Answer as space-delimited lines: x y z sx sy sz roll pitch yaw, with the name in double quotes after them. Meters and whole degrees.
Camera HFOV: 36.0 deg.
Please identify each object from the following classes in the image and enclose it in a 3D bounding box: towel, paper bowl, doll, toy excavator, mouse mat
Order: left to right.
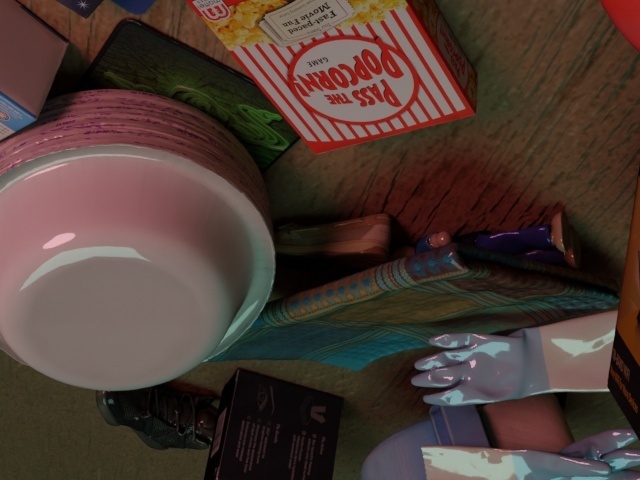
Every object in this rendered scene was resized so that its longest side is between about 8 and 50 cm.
-0.181 0.021 0.874 0.284 0.148 0.284 -4 132 -5 "paper bowl"
-0.117 -0.113 0.875 0.189 0.007 0.152 24 145 -22 "mouse mat"
0.074 0.080 0.995 0.271 0.040 0.370 11 158 -43 "towel"
0.117 0.360 1.223 0.444 0.222 0.433 -15 144 4 "toy excavator"
0.154 0.018 0.965 0.188 0.046 0.129 -9 150 27 "doll"

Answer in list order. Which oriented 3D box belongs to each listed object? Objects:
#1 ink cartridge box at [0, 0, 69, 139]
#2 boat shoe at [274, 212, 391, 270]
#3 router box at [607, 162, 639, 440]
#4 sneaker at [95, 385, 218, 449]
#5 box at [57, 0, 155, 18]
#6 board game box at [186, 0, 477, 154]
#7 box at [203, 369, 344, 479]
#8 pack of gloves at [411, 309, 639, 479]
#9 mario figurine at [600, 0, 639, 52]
-0.297 -0.133 0.813 0.143 0.090 0.092 -20 137 37 "ink cartridge box"
0.000 -0.001 0.991 0.153 0.048 0.056 -3 158 31 "boat shoe"
0.266 0.027 0.640 0.080 0.243 0.309 7 -172 6 "router box"
-0.215 0.231 1.363 0.130 0.087 0.227 -5 148 19 "sneaker"
-0.192 -0.236 0.677 0.225 0.037 0.136 28 143 -28 "box"
0.015 -0.152 0.740 0.146 0.045 0.193 -12 142 28 "board game box"
-0.063 0.278 1.325 0.158 0.156 0.093 18 148 -12 "box"
0.206 0.180 0.971 0.232 0.195 0.046 -9 -174 14 "pack of gloves"
0.309 -0.180 0.589 0.320 0.170 0.198 6 113 -13 "mario figurine"
